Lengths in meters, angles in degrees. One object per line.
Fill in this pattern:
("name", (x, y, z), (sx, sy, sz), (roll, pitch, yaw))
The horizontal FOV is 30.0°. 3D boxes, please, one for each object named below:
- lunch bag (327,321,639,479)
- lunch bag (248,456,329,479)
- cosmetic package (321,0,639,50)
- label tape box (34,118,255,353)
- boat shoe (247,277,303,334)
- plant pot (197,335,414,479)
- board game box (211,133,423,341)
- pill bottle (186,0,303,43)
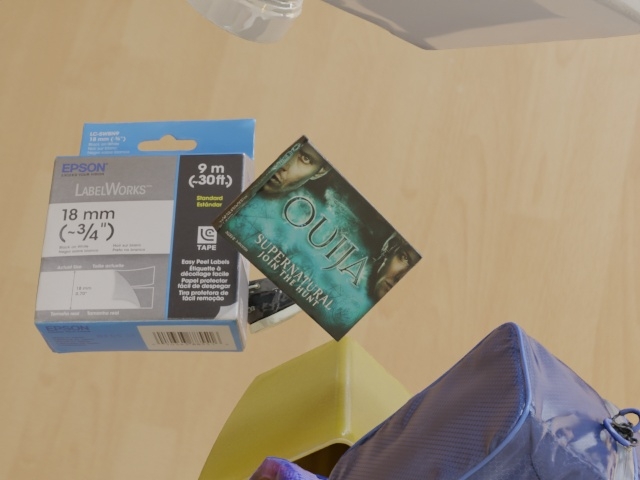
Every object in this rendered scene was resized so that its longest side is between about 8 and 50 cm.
("lunch bag", (0.054, 0.077, 0.353), (0.065, 0.067, 0.098), (43, 113, -13))
("lunch bag", (0.043, 0.326, 0.538), (0.328, 0.239, 0.385), (24, 82, -19))
("cosmetic package", (0.017, -0.204, 0.383), (0.138, 0.225, 0.224), (10, 85, 56))
("label tape box", (-0.208, -0.033, 1.473), (0.241, 0.106, 0.333), (-1, 63, 3))
("boat shoe", (-0.013, 0.052, 1.658), (0.233, 0.084, 0.079), (-23, 80, -32))
("plant pot", (0.010, 0.235, 1.327), (0.212, 0.212, 0.187), (-28, 35, 27))
("board game box", (0.000, 0.000, 1.180), (0.126, 0.186, 0.026), (-45, 29, 3))
("pill bottle", (-0.015, -0.340, 1.119), (0.169, 0.169, 0.301), (46, 121, 17))
